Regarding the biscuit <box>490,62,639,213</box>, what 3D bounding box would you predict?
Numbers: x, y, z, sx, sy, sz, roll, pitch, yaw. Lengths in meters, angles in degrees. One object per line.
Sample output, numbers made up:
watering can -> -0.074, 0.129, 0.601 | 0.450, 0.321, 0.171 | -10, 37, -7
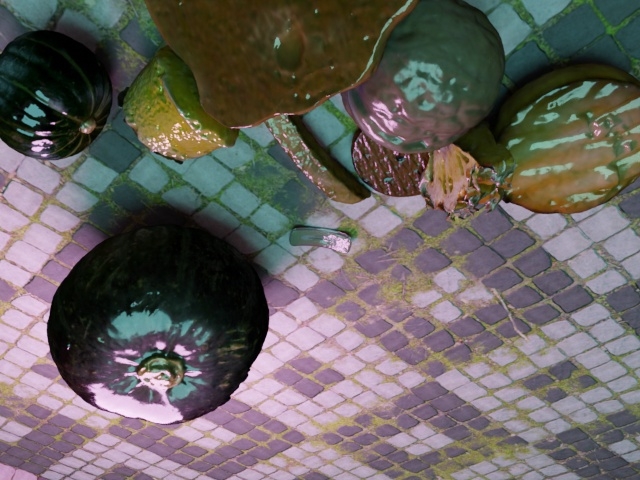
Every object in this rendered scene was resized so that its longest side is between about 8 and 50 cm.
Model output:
biscuit -> 0.439, -0.174, 0.997 | 0.296, 0.102, 0.296 | 2, 136, 1

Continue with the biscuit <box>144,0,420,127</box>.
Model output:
biscuit -> -0.059, -0.355, 0.746 | 0.385, 0.062, 0.365 | -23, 99, 28

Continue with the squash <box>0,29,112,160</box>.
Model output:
squash -> -0.442, -0.235, 0.922 | 0.172, 0.218, 0.218 | 49, 124, 4

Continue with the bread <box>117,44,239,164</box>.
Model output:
bread -> -0.224, -0.223, 0.929 | 0.171, 0.197, 0.197 | -23, 127, 30

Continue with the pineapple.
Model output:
pineapple -> 0.254, -0.132, 0.977 | 0.115, 0.186, 0.236 | -12, 173, -14

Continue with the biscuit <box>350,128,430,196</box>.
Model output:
biscuit -> 0.161, -0.168, 1.061 | 0.212, 0.036, 0.212 | 1, 134, 1

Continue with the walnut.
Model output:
walnut -> 0.153, -0.255, 0.848 | 0.248, 0.248, 0.248 | 2, 133, 2

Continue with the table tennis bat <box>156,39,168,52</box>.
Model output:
table tennis bat -> -0.189, -0.379, 0.900 | 0.131, 0.022, 0.234 | 34, 125, -26

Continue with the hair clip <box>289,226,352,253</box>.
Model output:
hair clip -> 0.000, -0.001, 1.235 | 0.137, 0.022, 0.054 | 7, 132, -3

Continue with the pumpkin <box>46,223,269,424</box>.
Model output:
pumpkin -> -0.337, 0.173, 1.202 | 0.455, 0.344, 0.454 | -6, 123, -9

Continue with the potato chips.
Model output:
potato chips -> -0.036, -0.188, 1.031 | 0.057, 0.080, 0.407 | -18, 129, 32
